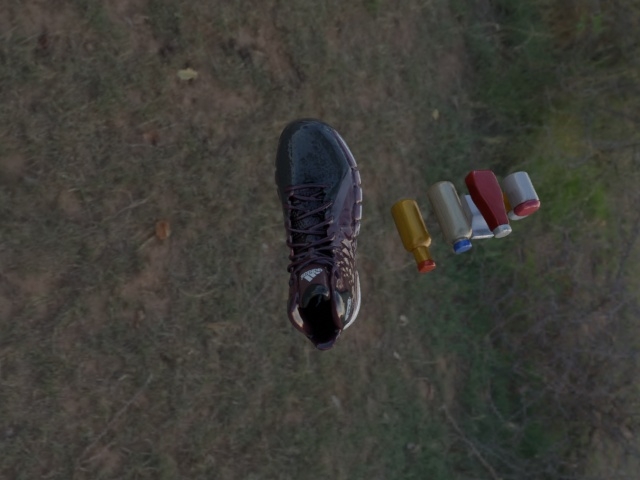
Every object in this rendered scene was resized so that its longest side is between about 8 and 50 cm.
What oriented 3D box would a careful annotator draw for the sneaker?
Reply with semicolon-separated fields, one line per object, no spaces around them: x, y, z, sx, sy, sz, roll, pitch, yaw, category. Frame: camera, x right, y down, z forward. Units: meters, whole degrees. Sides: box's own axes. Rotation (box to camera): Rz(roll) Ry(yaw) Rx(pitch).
0.000;0.000;0.877;0.162;0.107;0.281;-69;150;-73;sneaker

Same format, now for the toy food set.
0.227;-0.028;1.041;0.232;0.111;0.104;-5;64;-28;toy food set
